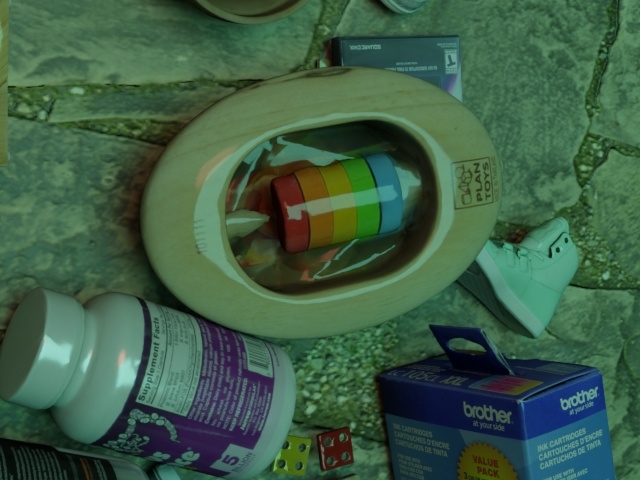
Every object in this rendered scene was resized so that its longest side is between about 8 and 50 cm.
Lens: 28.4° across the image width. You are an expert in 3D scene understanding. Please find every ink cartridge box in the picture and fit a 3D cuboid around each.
[{"bbox_3d":[0.223,0.291,1.581,0.151,0.270,0.396,-12,97,-35],"label":"ink cartridge box"}]

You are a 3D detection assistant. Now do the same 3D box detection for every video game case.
[{"bbox_3d":[0.106,-0.126,1.632,0.196,0.026,0.274,-7,96,-34],"label":"video game case"}]

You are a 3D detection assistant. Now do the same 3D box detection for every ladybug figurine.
[{"bbox_3d":[0.002,-0.047,1.475,0.449,0.162,0.305,-8,98,-19],"label":"ladybug figurine"}]

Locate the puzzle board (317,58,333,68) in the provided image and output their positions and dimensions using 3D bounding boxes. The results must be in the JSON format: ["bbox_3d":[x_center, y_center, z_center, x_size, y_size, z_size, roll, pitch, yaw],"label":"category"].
[{"bbox_3d":[0.035,-0.163,1.607,0.096,0.011,0.128,1,91,-32],"label":"puzzle board"}]

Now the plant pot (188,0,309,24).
[{"bbox_3d":[-0.102,-0.368,1.453,0.237,0.109,0.237,-7,103,-34],"label":"plant pot"}]

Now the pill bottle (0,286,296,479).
[{"bbox_3d":[-0.191,0.154,1.388,0.301,0.169,0.169,21,81,-29],"label":"pill bottle"}]

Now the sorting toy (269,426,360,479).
[{"bbox_3d":[-0.008,0.360,1.574,0.132,0.046,0.275,-14,99,-30],"label":"sorting toy"}]

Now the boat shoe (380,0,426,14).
[{"bbox_3d":[0.157,-0.440,1.617,0.118,0.103,0.320,32,75,-28],"label":"boat shoe"}]

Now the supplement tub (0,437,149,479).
[{"bbox_3d":[-0.343,0.296,1.287,0.316,0.193,0.194,16,83,-31],"label":"supplement tub"}]

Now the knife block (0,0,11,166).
[{"bbox_3d":[-0.442,-0.142,1.276,0.242,0.088,0.276,0,92,-31],"label":"knife block"}]

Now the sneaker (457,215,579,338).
[{"bbox_3d":[0.252,0.005,1.682,0.151,0.094,0.256,-56,131,-12],"label":"sneaker"}]

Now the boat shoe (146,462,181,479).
[{"bbox_3d":[-0.152,0.363,1.433,0.076,0.080,0.228,-27,76,-15],"label":"boat shoe"}]
